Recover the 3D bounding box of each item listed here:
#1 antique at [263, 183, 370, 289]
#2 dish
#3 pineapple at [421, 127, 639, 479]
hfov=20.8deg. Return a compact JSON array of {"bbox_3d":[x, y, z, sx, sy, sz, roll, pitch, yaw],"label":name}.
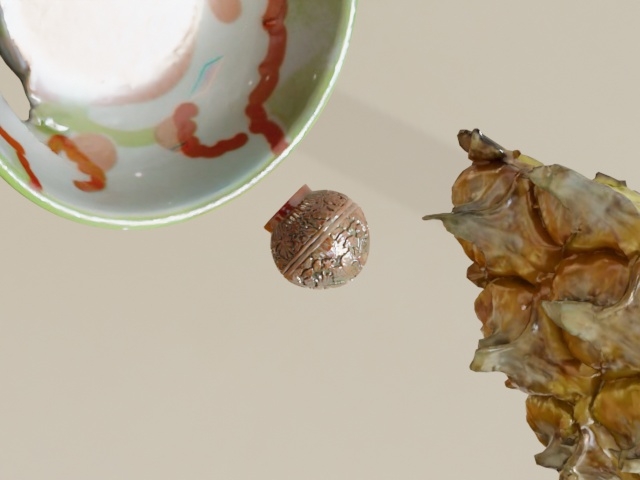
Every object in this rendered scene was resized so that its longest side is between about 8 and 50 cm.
[{"bbox_3d":[0.000,0.000,1.660,0.104,0.104,0.104,26,-45,29],"label":"antique"},{"bbox_3d":[-0.138,-0.178,1.233,0.124,0.324,0.324,28,-41,52],"label":"dish"},{"bbox_3d":[0.204,0.081,0.734,0.335,0.161,0.158,23,-3,-21],"label":"pineapple"}]
